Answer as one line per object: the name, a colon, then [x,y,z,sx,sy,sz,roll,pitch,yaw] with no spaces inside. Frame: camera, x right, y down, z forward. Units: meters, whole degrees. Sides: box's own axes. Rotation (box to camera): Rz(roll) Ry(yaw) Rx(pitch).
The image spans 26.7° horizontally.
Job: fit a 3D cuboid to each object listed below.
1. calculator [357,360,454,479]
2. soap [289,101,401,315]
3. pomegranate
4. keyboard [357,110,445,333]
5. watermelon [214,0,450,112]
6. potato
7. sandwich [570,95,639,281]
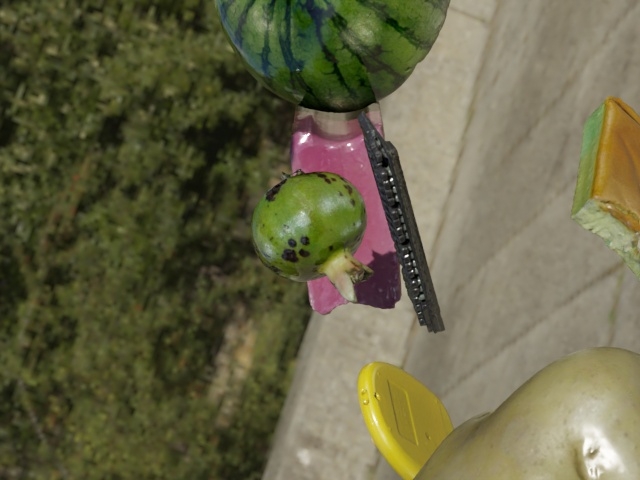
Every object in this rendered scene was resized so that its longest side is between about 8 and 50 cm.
calculator: [0.108,0.213,1.478,0.032,0.235,0.146,-27,52,22]
soap: [0.032,-0.067,1.801,0.359,0.128,0.233,-87,-9,-75]
pomegranate: [0.000,0.000,1.336,0.122,0.161,0.122,-31,-23,-15]
keyboard: [0.061,-0.009,1.037,0.060,0.018,0.195,-120,9,-49]
watermelon: [-0.020,-0.328,1.671,0.189,0.331,0.330,13,-80,-54]
potato: [0.150,0.232,0.923,0.326,0.221,0.243,-50,-1,12]
sandwich: [0.341,-0.058,1.496,0.212,0.245,0.063,-10,-32,-49]
